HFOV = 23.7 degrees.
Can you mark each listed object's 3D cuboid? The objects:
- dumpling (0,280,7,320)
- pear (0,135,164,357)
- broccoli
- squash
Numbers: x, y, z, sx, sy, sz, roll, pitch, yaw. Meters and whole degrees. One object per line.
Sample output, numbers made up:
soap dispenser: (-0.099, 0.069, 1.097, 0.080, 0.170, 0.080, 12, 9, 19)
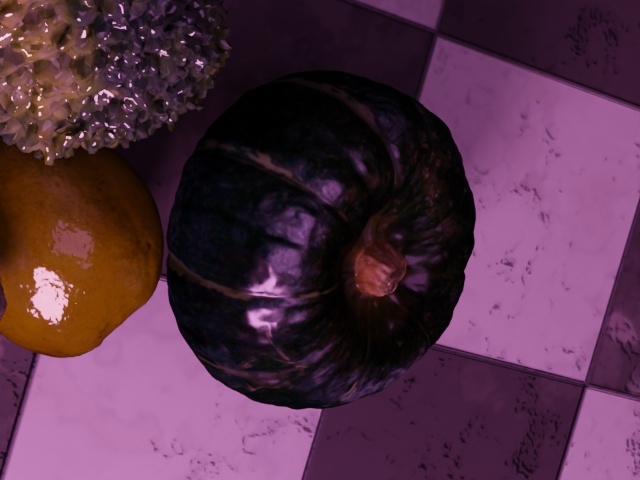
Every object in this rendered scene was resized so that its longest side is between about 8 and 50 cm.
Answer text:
dumpling: (-0.348, 0.033, 0.960, 0.293, 0.163, 0.204, 16, 75, -5)
pear: (-0.186, -0.003, 1.063, 0.149, 0.149, 0.162, -34, 98, -17)
broccoli: (-0.202, -0.230, 0.953, 0.302, 0.249, 0.375, -18, 95, -19)
squash: (0.000, 0.000, 1.120, 0.252, 0.165, 0.252, -23, 120, -47)
